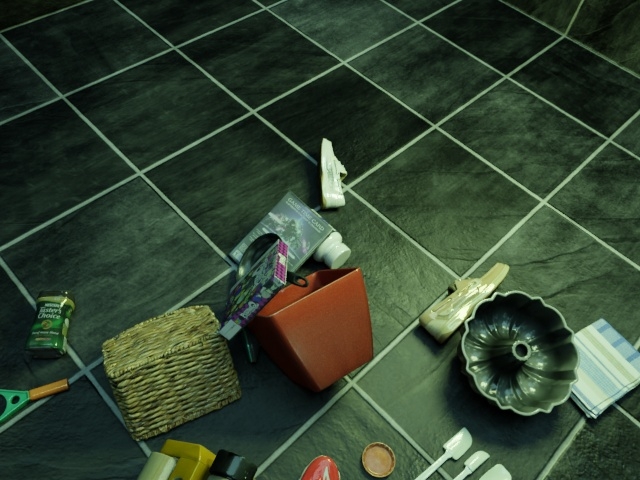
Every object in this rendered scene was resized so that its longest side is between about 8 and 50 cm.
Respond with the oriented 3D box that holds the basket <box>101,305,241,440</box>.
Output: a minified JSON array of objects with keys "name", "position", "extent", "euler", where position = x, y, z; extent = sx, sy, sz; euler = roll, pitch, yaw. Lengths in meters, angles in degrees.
[{"name":"basket","position":[-0.389,0.330,1.425],"extent":[0.299,0.222,0.213],"euler":[-21,26,-20]}]

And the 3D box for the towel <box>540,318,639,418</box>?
[{"name":"towel","position":[0.794,0.360,1.578],"extent":[0.285,0.034,0.209],"euler":[-23,58,-24]}]

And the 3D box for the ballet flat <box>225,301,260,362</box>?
[{"name":"ballet flat","position":[-0.199,0.242,1.527],"extent":[0.074,0.074,0.203],"euler":[-19,56,-19]}]

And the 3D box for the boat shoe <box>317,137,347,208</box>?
[{"name":"boat shoe","position":[0.042,-0.228,1.882],"extent":[0.096,0.098,0.276],"euler":[1,63,-7]}]

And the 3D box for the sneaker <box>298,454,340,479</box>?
[{"name":"sneaker","position":[-0.027,0.619,1.240],"extent":[0.108,0.118,0.279],"euler":[23,55,9]}]

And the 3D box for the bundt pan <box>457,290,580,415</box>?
[{"name":"bundt pan","position":[0.519,0.309,1.495],"extent":[0.331,0.124,0.330],"euler":[3,70,-8]}]

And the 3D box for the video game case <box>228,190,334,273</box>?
[{"name":"video game case","position":[-0.121,0.007,1.655],"extent":[0.274,0.026,0.196],"euler":[-46,68,-2]}]

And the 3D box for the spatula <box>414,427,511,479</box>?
[{"name":"spatula","position":[0.339,0.598,1.356],"extent":[0.242,0.019,0.168],"euler":[-30,63,-27]}]

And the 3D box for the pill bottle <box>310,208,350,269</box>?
[{"name":"pill bottle","position":[0.000,0.000,1.697],"extent":[0.112,0.112,0.187],"euler":[-34,64,-26]}]

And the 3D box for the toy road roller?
[{"name":"toy road roller","position":[-0.247,0.598,1.214],"extent":[0.330,0.240,0.202],"euler":[-6,45,37]}]

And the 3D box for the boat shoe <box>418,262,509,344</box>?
[{"name":"boat shoe","position":[0.432,0.159,1.626],"extent":[0.341,0.121,0.110],"euler":[-37,66,-27]}]

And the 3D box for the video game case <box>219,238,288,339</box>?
[{"name":"video game case","position":[-0.166,0.120,1.408],"extent":[0.042,0.210,0.232],"euler":[40,17,-16]}]

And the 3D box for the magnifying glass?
[{"name":"magnifying glass","position":[-0.754,0.398,1.375],"extent":[0.231,0.026,0.092],"euler":[-15,57,-18]}]

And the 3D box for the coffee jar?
[{"name":"coffee jar","position":[-0.723,0.220,1.474],"extent":[0.096,0.079,0.184],"euler":[-1,54,-7]}]

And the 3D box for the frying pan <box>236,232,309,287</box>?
[{"name":"frying pan","position":[-0.120,0.061,1.534],"extent":[0.326,0.053,0.197],"euler":[-11,58,41]}]

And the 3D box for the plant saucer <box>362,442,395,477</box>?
[{"name":"plant saucer","position":[0.145,0.551,1.375],"extent":[0.084,0.013,0.083],"euler":[3,54,-4]}]

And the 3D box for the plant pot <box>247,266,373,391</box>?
[{"name":"plant pot","position":[-0.014,0.234,1.424],"extent":[0.268,0.267,0.235],"euler":[-27,97,-23]}]
